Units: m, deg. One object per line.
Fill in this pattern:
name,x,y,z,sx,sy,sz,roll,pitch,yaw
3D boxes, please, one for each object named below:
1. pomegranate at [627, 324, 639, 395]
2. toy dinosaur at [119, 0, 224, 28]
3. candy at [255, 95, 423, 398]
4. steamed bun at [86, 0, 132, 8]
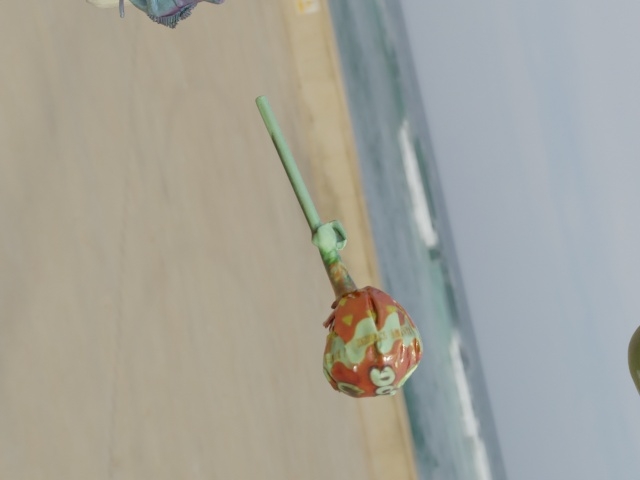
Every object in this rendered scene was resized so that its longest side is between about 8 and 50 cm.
pomegranate,0.493,0.186,1.637,0.187,0.187,0.225,69,14,-55
toy dinosaur,-0.184,-0.293,1.521,0.045,0.197,0.080,-43,121,-38
candy,-0.001,0.001,1.076,0.287,0.084,0.078,65,12,19
steamed bun,-0.258,-0.442,1.719,0.164,0.146,0.241,-73,157,-65
